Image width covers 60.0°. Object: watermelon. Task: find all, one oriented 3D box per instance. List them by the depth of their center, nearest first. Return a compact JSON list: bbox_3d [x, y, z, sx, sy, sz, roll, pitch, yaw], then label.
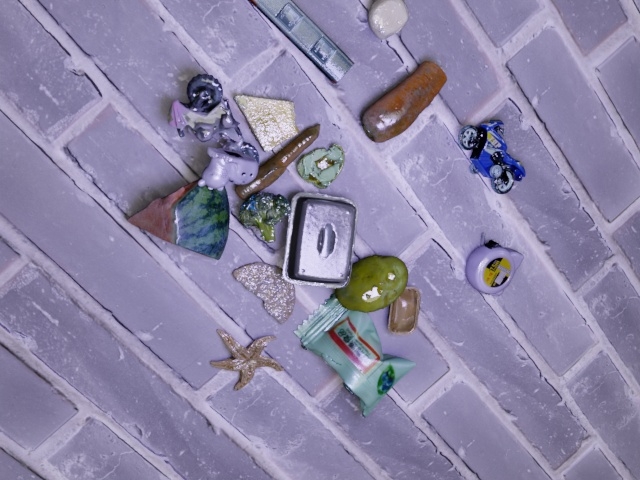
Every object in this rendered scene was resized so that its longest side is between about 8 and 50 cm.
[{"bbox_3d":[-0.403,-0.029,1.649,0.293,0.283,0.250,-27,94,21],"label":"watermelon"}]

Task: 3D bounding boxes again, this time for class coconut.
[{"bbox_3d":[0.001,-0.232,1.759,0.158,0.055,0.133,-11,107,-9],"label":"coconut"}]

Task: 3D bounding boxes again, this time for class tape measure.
[{"bbox_3d":[0.600,0.092,1.958,0.178,0.105,0.196,29,97,-25],"label":"tape measure"}]

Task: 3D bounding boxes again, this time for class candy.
[{"bbox_3d":[0.118,0.375,1.900,0.263,0.172,0.398,-41,89,-12],"label":"candy"}]

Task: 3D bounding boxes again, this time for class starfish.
[{"bbox_3d":[-0.250,0.400,1.862,0.277,0.062,0.235,34,99,-22],"label":"starfish"}]

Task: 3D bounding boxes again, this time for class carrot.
[{"bbox_3d":[-0.123,-0.245,1.723,0.342,0.070,0.070,-40,109,-3],"label":"carrot"},{"bbox_3d":[0.261,-0.429,1.735,0.302,0.139,0.138,-45,109,0],"label":"carrot"}]

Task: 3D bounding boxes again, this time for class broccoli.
[{"bbox_3d":[-0.170,-0.070,1.696,0.167,0.154,0.160,-11,88,-4],"label":"broccoli"}]

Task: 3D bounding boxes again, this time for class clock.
[{"bbox_3d":[-0.262,-0.194,1.590,0.176,0.080,0.117,3,118,-45],"label":"clock"}]

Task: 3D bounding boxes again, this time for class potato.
[{"bbox_3d":[0.171,0.144,1.824,0.254,0.186,0.148,-21,151,-3],"label":"potato"}]

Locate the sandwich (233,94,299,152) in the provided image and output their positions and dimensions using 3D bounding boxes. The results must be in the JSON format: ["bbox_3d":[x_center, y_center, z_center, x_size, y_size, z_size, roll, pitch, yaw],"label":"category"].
[{"bbox_3d":[-0.150,-0.388,1.688,0.163,0.058,0.193,-32,106,-6],"label":"sandwich"}]

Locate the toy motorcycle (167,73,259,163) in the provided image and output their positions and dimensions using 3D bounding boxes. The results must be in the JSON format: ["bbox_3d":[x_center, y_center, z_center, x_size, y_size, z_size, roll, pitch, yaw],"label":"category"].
[{"bbox_3d":[-0.320,-0.316,1.629,0.188,0.143,0.326,-26,123,2],"label":"toy motorcycle"}]

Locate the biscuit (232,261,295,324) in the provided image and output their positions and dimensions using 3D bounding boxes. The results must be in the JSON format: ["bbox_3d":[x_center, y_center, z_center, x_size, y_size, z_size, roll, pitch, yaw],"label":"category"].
[{"bbox_3d":[-0.162,0.153,1.826,0.133,0.032,0.250,-42,108,-2],"label":"biscuit"}]

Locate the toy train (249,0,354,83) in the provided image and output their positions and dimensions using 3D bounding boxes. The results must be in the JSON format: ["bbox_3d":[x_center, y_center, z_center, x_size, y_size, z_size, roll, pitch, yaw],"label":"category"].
[{"bbox_3d":[-0.073,-0.634,1.630,0.409,0.089,0.086,40,97,-19],"label":"toy train"}]

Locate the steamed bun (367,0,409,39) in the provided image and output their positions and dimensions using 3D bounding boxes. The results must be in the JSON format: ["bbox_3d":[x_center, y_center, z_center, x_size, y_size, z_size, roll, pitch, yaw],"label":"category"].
[{"bbox_3d":[0.197,-0.678,1.679,0.130,0.091,0.112,-42,113,-4],"label":"steamed bun"}]

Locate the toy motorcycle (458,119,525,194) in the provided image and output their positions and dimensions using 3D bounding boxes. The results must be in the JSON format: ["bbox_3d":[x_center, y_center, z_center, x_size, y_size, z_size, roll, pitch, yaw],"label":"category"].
[{"bbox_3d":[0.582,-0.293,1.856,0.315,0.113,0.169,43,81,-28],"label":"toy motorcycle"}]

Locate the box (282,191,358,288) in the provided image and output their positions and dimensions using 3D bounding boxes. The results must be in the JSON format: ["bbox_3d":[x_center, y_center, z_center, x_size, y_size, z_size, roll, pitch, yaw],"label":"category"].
[{"bbox_3d":[0.000,0.000,1.732,0.221,0.166,0.290,7,89,-14],"label":"box"}]

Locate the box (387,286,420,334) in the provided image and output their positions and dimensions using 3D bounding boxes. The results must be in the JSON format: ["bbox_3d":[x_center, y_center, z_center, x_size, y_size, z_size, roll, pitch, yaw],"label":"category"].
[{"bbox_3d":[0.284,0.239,1.914,0.111,0.111,0.177,1,103,-13],"label":"box"}]
